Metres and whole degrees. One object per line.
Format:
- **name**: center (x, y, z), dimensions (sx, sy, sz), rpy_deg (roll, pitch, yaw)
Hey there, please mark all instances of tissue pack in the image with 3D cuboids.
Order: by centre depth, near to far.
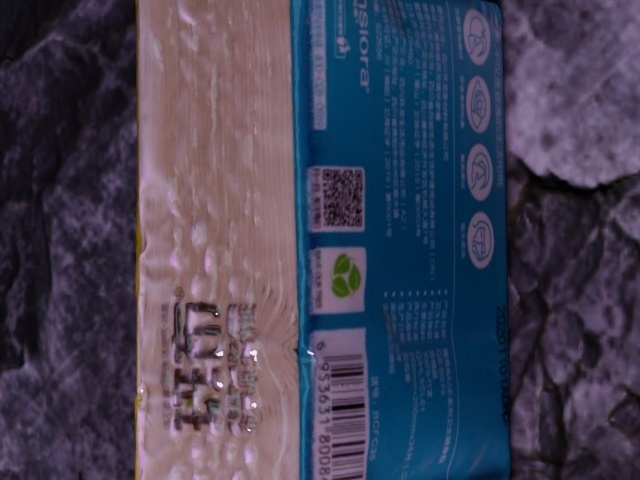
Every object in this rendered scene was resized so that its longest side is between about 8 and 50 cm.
- **tissue pack**: center (0.000, 0.000, 0.958), dimensions (0.134, 0.192, 0.271), rpy_deg (-1, 88, 35)
